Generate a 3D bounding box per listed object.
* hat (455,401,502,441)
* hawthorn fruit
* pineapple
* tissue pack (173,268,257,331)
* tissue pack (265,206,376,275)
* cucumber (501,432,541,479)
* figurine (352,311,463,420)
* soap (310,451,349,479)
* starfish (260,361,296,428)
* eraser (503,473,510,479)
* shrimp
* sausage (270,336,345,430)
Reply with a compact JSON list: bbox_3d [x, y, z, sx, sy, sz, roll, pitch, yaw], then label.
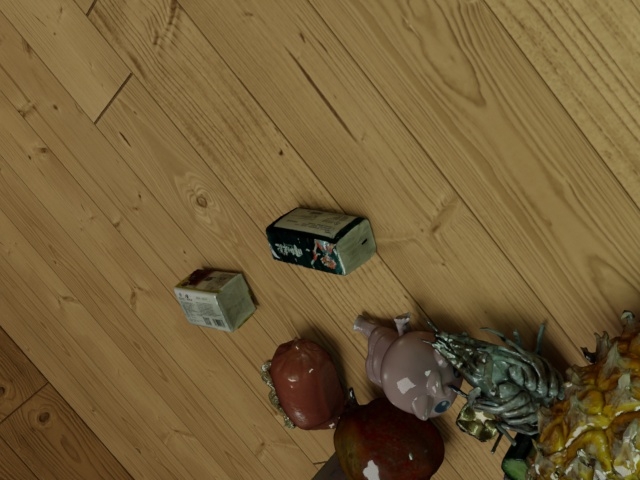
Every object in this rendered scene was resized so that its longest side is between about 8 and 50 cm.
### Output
[{"bbox_3d":[0.298,0.324,1.566,0.077,0.059,0.076,29,125,15],"label":"hat"},{"bbox_3d":[0.128,0.406,1.721,0.248,0.208,0.208,53,147,20],"label":"hawthorn fruit"},{"bbox_3d":[0.445,0.292,1.106,0.352,0.300,0.352,32,148,24],"label":"pineapple"},{"bbox_3d":[-0.232,0.129,1.878,0.149,0.099,0.106,5,126,43],"label":"tissue pack"},{"bbox_3d":[0.000,0.000,1.518,0.170,0.103,0.090,10,124,39],"label":"tissue pack"},{"bbox_3d":[0.368,0.377,1.497,0.062,0.115,0.116,3,129,40],"label":"cucumber"},{"bbox_3d":[0.169,0.224,1.551,0.186,0.176,0.287,14,175,-26],"label":"figurine"},{"bbox_3d":[0.077,0.590,1.926,0.138,0.199,0.182,0,125,49],"label":"soap"},{"bbox_3d":[-0.088,0.361,1.999,0.150,0.053,0.209,28,139,17],"label":"starfish"},{"bbox_3d":[0.446,0.531,1.630,0.225,0.036,0.082,22,137,31],"label":"eraser"},{"bbox_3d":[0.343,0.255,1.363,0.410,0.221,0.166,33,172,-13],"label":"shrimp"},{"bbox_3d":[-0.030,0.309,1.813,0.148,0.148,0.254,22,138,31],"label":"sausage"}]
